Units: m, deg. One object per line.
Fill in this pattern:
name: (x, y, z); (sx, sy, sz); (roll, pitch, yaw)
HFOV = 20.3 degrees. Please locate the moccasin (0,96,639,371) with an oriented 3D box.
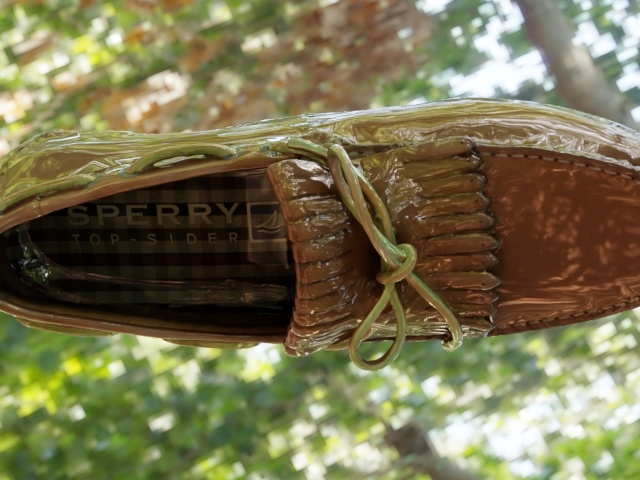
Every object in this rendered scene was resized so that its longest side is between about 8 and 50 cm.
moccasin: (0.000, -0.003, 0.925); (0.147, 0.380, 0.139); (-70, 163, -65)
